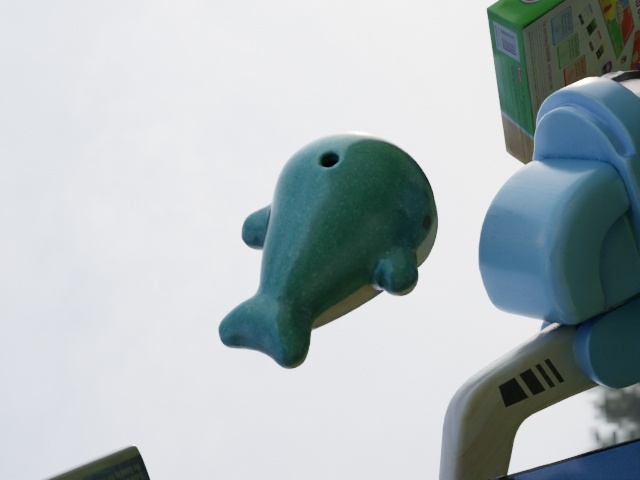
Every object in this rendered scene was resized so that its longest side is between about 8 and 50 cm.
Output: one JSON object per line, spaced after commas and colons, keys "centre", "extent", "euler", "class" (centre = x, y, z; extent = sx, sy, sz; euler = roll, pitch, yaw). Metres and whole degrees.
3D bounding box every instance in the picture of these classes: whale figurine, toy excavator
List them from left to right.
{"centre": [0.000, 0.000, 1.832], "extent": [0.272, 0.216, 0.141], "euler": [-50, -38, -27], "class": "whale figurine"}
{"centre": [0.239, 0.084, 1.754], "extent": [0.445, 0.222, 0.433], "euler": [-23, -77, -18], "class": "toy excavator"}

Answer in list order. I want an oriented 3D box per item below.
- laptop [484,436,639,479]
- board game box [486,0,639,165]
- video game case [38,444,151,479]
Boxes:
{"centre": [0.206, 0.362, 1.448], "extent": [0.408, 0.236, 0.382], "euler": [-6, -105, -35], "class": "laptop"}
{"centre": [0.357, -0.265, 2.297], "extent": [0.316, 0.064, 0.242], "euler": [-35, -42, -21], "class": "board game box"}
{"centre": [-0.194, 0.328, 1.277], "extent": [0.329, 0.036, 0.300], "euler": [-17, -94, -52], "class": "video game case"}
